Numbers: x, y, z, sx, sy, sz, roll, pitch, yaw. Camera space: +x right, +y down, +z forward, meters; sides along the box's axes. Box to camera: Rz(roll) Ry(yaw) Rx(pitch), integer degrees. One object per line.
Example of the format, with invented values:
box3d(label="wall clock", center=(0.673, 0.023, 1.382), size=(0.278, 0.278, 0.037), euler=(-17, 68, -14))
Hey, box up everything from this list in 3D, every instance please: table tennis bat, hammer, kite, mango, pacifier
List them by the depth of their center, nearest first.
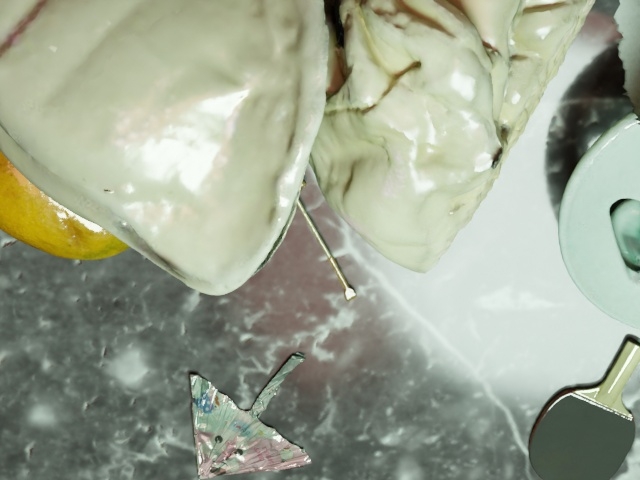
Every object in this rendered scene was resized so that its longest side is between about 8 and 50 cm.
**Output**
box3d(label="pacifier", center=(0.370, 0.007, 1.584), size=(0.343, 0.269, 0.288), euler=(-18, 127, 12))
box3d(label="mango", center=(-0.232, -0.046, 1.685), size=(0.115, 0.089, 0.165), euler=(-37, 105, 3))
box3d(label="hammer", center=(0.000, 0.000, 1.725), size=(0.029, 0.014, 0.123), euler=(-24, 107, 19))
box3d(label="table tennis bat", center=(0.245, 0.157, 1.760), size=(0.087, 0.013, 0.156), euler=(27, 107, -5))
box3d(label="kite", center=(-0.062, 0.160, 1.779), size=(0.139, 0.011, 0.156), euler=(34, 107, -11))

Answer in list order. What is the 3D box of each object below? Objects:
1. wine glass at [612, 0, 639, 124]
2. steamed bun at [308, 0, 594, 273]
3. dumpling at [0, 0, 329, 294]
box3d(label="wine glass", center=(0.382, -0.169, 1.419), size=(0.323, 0.238, 0.238), euler=(-5, 107, 0))
box3d(label="steamed bun", center=(0.086, -0.155, 1.555), size=(0.206, 0.275, 0.320), euler=(32, 71, 7))
box3d(label="dumpling", center=(-0.128, -0.160, 1.527), size=(0.315, 0.233, 0.395), euler=(-48, 60, 30))
